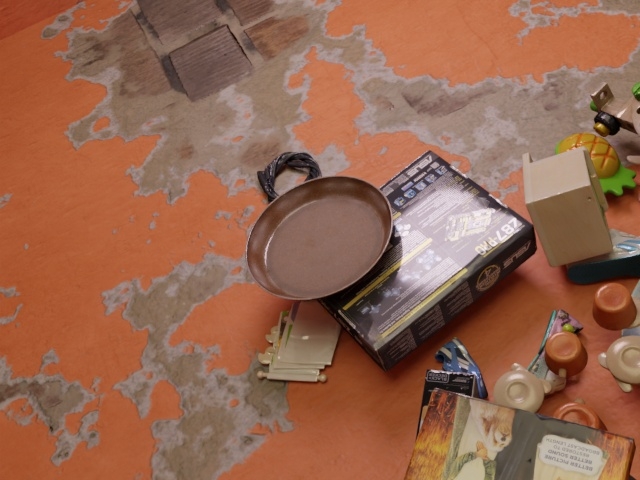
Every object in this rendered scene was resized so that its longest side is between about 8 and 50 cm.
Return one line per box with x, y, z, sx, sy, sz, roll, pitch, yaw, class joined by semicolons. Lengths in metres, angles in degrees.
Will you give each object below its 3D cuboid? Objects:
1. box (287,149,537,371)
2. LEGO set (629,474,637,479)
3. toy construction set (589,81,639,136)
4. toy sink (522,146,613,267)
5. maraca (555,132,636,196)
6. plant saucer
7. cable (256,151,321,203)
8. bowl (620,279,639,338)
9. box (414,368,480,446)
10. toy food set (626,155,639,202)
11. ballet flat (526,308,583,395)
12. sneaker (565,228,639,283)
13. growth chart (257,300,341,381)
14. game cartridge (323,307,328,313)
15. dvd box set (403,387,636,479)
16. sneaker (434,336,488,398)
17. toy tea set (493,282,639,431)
0.177;0.025;1.593;0.395;0.097;0.318;-38;48;-11;box
0.407;0.500;1.202;0.255;0.192;0.331;-26;38;38;LEGO set
0.719;-0.287;1.667;0.237;0.309;0.257;32;106;57;toy construction set
0.487;-0.083;1.566;0.131;0.152;0.234;-18;24;21;toy sink
0.584;-0.161;1.692;0.127;0.099;0.185;-28;56;-21;maraca
0.000;0.000;1.592;0.311;0.050;0.310;-12;50;14;plant saucer
-0.068;-0.144;1.942;0.151;0.047;0.184;-23;46;-7;cable
0.675;0.146;1.353;0.156;0.289;0.289;25;53;-17;bowl
0.208;0.384;1.333;0.087;0.169;0.289;3;52;18;box
0.709;-0.077;1.609;0.128;0.071;0.217;-5;48;-17;toy food set
0.422;0.224;1.457;0.079;0.077;0.221;26;62;19;ballet flat
0.594;0.019;1.551;0.229;0.087;0.092;-6;49;12;sneaker
-0.029;0.195;1.663;0.172;0.021;0.237;7;55;24;growth chart
0.142;0.013;1.719;0.286;0.052;0.323;-9;46;10;game cartridge
0.240;0.441;1.117;0.308;0.062;0.420;10;63;29;dvd box set
0.267;0.248;1.500;0.059;0.053;0.144;-27;40;-4;sneaker
0.466;0.235;1.375;0.336;0.124;0.200;-44;52;-8;toy tea set
